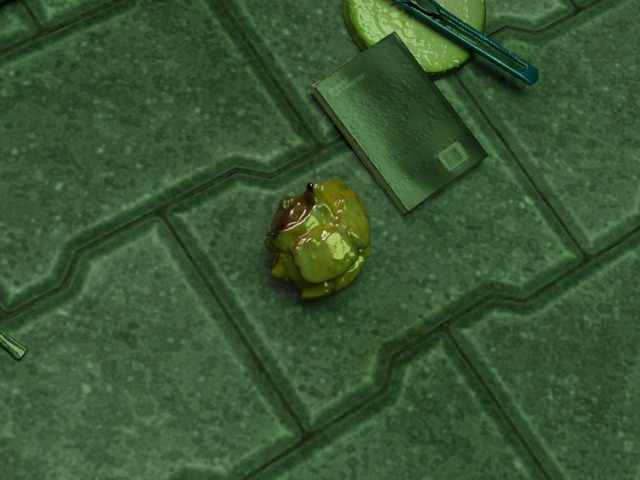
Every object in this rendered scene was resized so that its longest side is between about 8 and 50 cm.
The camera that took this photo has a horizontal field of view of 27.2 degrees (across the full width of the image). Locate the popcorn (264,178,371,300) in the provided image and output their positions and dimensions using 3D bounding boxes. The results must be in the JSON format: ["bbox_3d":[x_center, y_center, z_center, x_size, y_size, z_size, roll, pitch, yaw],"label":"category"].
[{"bbox_3d":[0.000,0.000,1.734,0.152,0.148,0.167,37,28,-33],"label":"popcorn"}]

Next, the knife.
[{"bbox_3d":[0.195,-0.316,1.934,0.297,0.026,0.044,31,58,-1],"label":"knife"}]

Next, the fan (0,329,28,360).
[{"bbox_3d":[-0.501,0.039,1.661,0.335,0.011,0.229,37,65,2],"label":"fan"}]

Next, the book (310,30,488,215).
[{"bbox_3d":[0.113,-0.169,1.879,0.160,0.024,0.228,-35,85,-19],"label":"book"}]

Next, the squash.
[{"bbox_3d":[0.139,-0.339,1.966,0.219,0.041,0.219,3,72,-10],"label":"squash"}]

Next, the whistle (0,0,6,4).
[{"bbox_3d":[-0.458,-0.340,1.799,0.326,0.057,0.068,-41,86,-25],"label":"whistle"}]
